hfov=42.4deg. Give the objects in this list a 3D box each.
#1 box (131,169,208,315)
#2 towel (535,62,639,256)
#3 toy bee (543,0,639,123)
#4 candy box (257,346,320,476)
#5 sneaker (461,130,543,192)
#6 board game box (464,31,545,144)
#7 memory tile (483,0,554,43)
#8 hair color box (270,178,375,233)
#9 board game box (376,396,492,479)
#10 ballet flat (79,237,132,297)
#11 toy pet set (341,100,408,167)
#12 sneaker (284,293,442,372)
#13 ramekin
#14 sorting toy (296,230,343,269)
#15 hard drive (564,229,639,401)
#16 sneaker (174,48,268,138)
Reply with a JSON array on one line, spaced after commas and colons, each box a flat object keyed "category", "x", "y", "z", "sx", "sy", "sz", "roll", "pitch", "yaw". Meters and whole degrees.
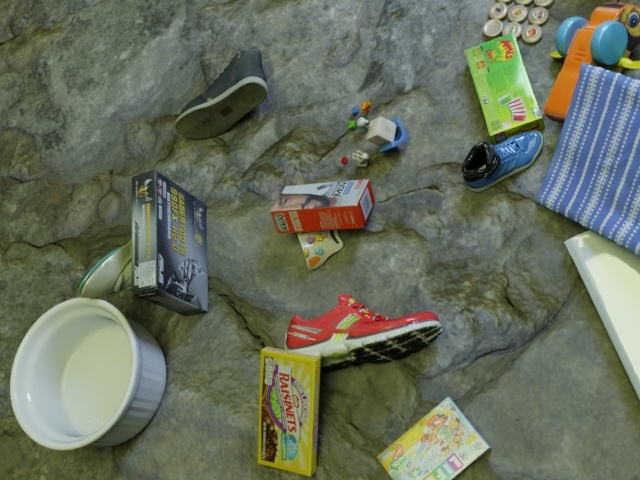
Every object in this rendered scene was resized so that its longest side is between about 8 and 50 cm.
[{"category": "box", "x": -0.279, "y": 0.010, "z": 1.540, "sx": 0.056, "sy": 0.183, "sz": 0.231, "roll": -12, "pitch": 67, "yaw": 20}, {"category": "towel", "x": 0.471, "y": -0.101, "z": 1.211, "sx": 0.336, "sy": 0.040, "sz": 0.243, "roll": 39, "pitch": 124, "yaw": 48}, {"category": "toy bee", "x": 0.485, "y": -0.326, "z": 1.360, "sx": 0.298, "sy": 0.162, "sz": 0.195, "roll": -62, "pitch": 39, "yaw": 29}, {"category": "candy box", "x": -0.054, "y": 0.287, "z": 1.388, "sx": 0.105, "sy": 0.027, "sz": 0.205, "roll": 6, "pitch": 101, "yaw": 23}, {"category": "sneaker", "x": 0.307, "y": -0.145, "z": 1.398, "sx": 0.152, "sy": 0.084, "sz": 0.058, "roll": -32, "pitch": 63, "yaw": 10}, {"category": "board game box", "x": 0.324, "y": -0.269, "z": 1.458, "sx": 0.092, "sy": 0.043, "sz": 0.181, "roll": -18, "pitch": 66, "yaw": 16}, {"category": "memory tile", "x": 0.369, "y": -0.432, "z": 1.513, "sx": 0.113, "sy": 0.012, "sz": 0.148, "roll": 16, "pitch": 80, "yaw": 27}, {"category": "hair color box", "x": 0.005, "y": -0.062, "z": 1.493, "sx": 0.167, "sy": 0.053, "sz": 0.093, "roll": -5, "pitch": 33, "yaw": 22}, {"category": "board game box", "x": 0.181, "y": 0.339, "z": 1.316, "sx": 0.154, "sy": 0.026, "sz": 0.103, "roll": -42, "pitch": 62, "yaw": 5}, {"category": "ballet flat", "x": -0.353, "y": 0.040, "z": 1.567, "sx": 0.086, "sy": 0.086, "sz": 0.248, "roll": 8, "pitch": 37, "yaw": 25}, {"category": "toy pet set", "x": 0.105, "y": -0.196, "z": 1.531, "sx": 0.114, "sy": 0.065, "sz": 0.122, "roll": -15, "pitch": 58, "yaw": 56}, {"category": "sneaker", "x": 0.064, "y": 0.143, "z": 1.394, "sx": 0.279, "sy": 0.107, "sz": 0.118, "roll": -12, "pitch": 63, "yaw": 19}, {"category": "ramekin", "x": -0.425, "y": 0.256, "z": 1.543, "sx": 0.277, "sy": 0.135, "sz": 0.277, "roll": -8, "pitch": 70, "yaw": 21}, {"category": "sorting toy", "x": 0.000, "y": 0.000, "z": 1.511, "sx": 0.075, "sy": 0.045, "sz": 0.083, "roll": -18, "pitch": 65, "yaw": -4}, {"category": "hard drive", "x": 0.528, "y": 0.097, "z": 1.246, "sx": 0.203, "sy": 0.040, "sz": 0.307, "roll": -25, "pitch": 64, "yaw": 14}, {"category": "sneaker", "x": -0.200, "y": -0.296, "z": 1.684, "sx": 0.222, "sy": 0.083, "sz": 0.118, "roll": -24, "pitch": 45, "yaw": 21}]
